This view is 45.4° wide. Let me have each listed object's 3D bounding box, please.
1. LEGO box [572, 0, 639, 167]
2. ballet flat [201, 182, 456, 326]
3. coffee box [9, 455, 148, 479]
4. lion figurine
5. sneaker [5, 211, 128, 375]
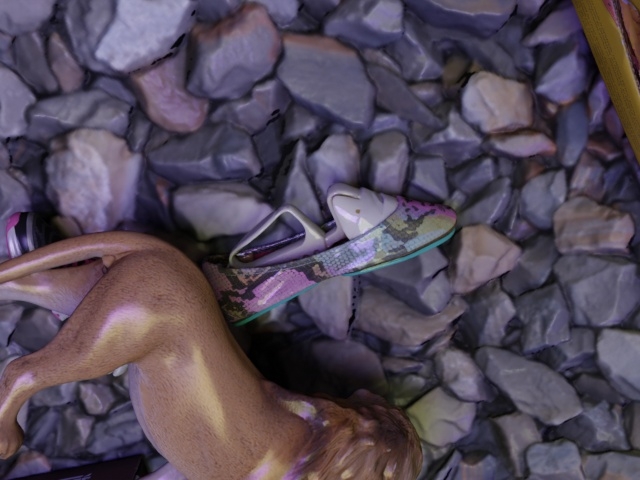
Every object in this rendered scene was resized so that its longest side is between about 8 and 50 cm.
[{"bbox_3d":[0.381,-0.176,0.479,0.373,0.193,0.500,-31,119,9],"label":"LEGO box"},{"bbox_3d":[0.000,0.000,0.634,0.222,0.077,0.079,-22,109,10],"label":"ballet flat"},{"bbox_3d":[-0.219,0.376,0.746,0.168,0.119,0.297,-11,112,4],"label":"coffee box"},{"bbox_3d":[-0.096,0.115,0.585,0.240,0.142,0.392,-32,118,6],"label":"lion figurine"},{"bbox_3d":[-0.189,0.036,0.642,0.075,0.063,0.170,-28,116,8],"label":"sneaker"}]
